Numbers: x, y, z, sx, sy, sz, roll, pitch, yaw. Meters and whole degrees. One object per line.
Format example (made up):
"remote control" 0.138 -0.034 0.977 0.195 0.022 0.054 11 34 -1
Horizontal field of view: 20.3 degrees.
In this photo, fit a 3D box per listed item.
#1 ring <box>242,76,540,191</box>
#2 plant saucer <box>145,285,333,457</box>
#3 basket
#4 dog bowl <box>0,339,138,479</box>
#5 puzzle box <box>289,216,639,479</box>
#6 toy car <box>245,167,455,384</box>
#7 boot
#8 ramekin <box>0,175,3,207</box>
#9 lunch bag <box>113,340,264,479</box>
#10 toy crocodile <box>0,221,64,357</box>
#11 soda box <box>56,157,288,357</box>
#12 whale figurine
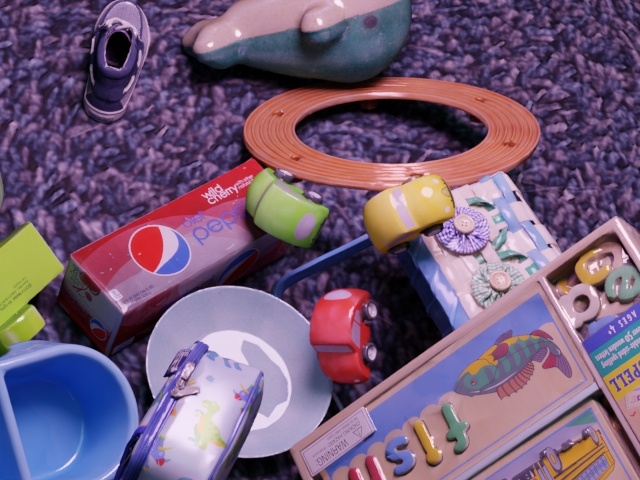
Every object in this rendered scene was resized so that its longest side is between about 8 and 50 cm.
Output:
"ring" 0.080 -0.116 2.026 0.337 0.032 0.336 0 25 0
"plant saucer" -0.085 0.139 1.822 0.195 0.037 0.195 8 57 -13
"basket" 0.121 0.076 1.871 0.289 0.201 0.254 -34 65 1
"dog bowl" -0.293 0.182 1.630 0.297 0.074 0.166 -14 87 -40
"puzzle box" 0.184 0.201 1.665 0.052 0.409 0.272 27 30 -55
"toy car" 0.000 0.000 1.815 0.225 0.239 0.053 36 17 27
"boot" -0.227 -0.229 2.052 0.069 0.086 0.190 12 49 -11
"ramekin" -0.453 -0.063 1.717 0.303 0.148 0.303 -9 36 7
"lunch bag" -0.132 0.211 1.630 0.090 0.219 0.176 25 48 2
"toy crocodile" -0.367 0.097 1.724 0.115 0.105 0.340 52 45 -16
"soda box" -0.145 0.015 1.881 0.263 0.083 0.092 -30 67 -37
"whale figurine" -0.021 -0.241 2.117 0.272 0.141 0.216 -19 17 -11
